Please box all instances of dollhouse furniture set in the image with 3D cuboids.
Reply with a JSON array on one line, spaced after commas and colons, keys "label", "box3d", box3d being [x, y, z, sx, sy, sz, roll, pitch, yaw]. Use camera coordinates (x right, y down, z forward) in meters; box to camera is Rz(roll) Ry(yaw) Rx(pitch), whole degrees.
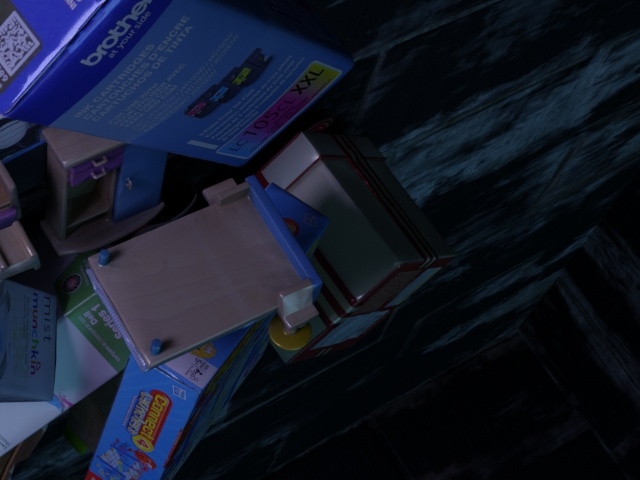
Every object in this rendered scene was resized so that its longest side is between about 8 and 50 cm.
[{"label": "dollhouse furniture set", "box3d": [-0.195, 0.046, 1.365, 0.286, 0.303, 0.198, -26, 159, -24]}]

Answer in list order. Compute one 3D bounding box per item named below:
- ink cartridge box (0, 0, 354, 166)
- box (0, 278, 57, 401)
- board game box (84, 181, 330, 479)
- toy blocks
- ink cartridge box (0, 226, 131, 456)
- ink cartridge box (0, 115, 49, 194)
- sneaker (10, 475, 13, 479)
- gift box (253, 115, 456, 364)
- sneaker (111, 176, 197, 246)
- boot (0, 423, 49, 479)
[{"label": "ink cartridge box", "box3d": [-0.175, -0.213, 1.005, 0.151, 0.270, 0.395, -43, 161, 18]}, {"label": "box", "box3d": [-0.439, 0.099, 1.378, 0.262, 0.126, 0.231, -4, 168, 14]}, {"label": "board game box", "box3d": [-0.135, 0.131, 1.579, 0.308, 0.086, 0.302, -53, 174, -41]}, {"label": "toy blocks", "box3d": [-0.246, 0.183, 2.076, 0.261, 0.191, 0.381, -37, 167, -33]}, {"label": "ink cartridge box", "box3d": [-0.352, 0.114, 1.586, 0.278, 0.201, 0.117, -35, 127, -1]}, {"label": "ink cartridge box", "box3d": [-0.278, -0.130, 1.367, 0.333, 0.065, 0.165, -31, 161, -16]}, {"label": "sneaker", "box3d": [-0.528, 0.332, 2.047, 0.080, 0.081, 0.211, -35, 160, 5]}, {"label": "gift box", "box3d": [0.000, 0.000, 1.866, 0.255, 0.258, 0.276, -41, 167, 16]}, {"label": "sneaker", "box3d": [-0.230, -0.028, 1.737, 0.161, 0.057, 0.075, -36, 179, -1]}, {"label": "boot", "box3d": [-0.503, 0.326, 1.961, 0.115, 0.112, 0.305, 25, 106, -20]}]
